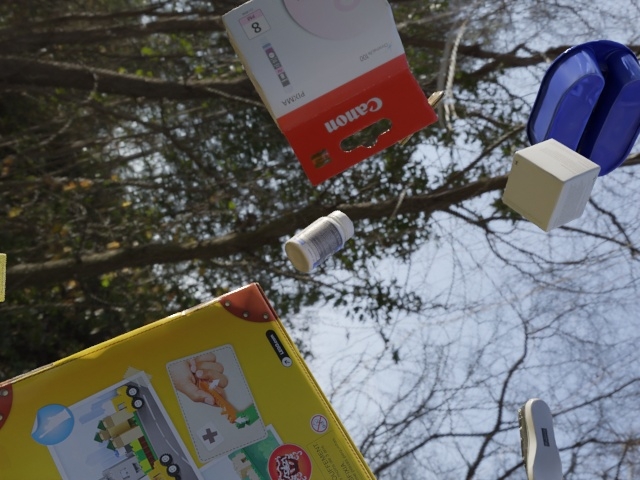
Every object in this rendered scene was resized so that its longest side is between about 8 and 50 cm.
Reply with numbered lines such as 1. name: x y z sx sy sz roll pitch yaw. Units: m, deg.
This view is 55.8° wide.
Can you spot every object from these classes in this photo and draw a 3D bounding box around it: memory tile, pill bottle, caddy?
1. memory tile: 0.172 -0.214 1.052 0.012 0.113 0.148 40 13 -3
2. pill bottle: 0.000 0.000 1.244 0.078 0.137 0.078 36 -34 29
3. caddy: 0.665 -0.325 1.517 0.179 0.241 0.341 -85 -178 -50

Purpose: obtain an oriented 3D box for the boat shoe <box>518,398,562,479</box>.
1. boat shoe: 0.301 0.292 0.838 0.040 0.049 0.142 123 -20 -53

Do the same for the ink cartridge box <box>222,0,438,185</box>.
1. ink cartridge box: 0.014 -0.215 0.745 0.232 0.189 0.066 61 -3 11

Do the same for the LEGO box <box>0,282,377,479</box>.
1. LEGO box: -0.128 0.345 0.662 0.500 0.373 0.193 57 -34 20

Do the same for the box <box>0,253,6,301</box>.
1. box: -0.418 0.039 0.575 0.232 0.087 0.058 0 91 -78

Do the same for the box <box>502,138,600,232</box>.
1. box: 0.365 -0.088 0.962 0.101 0.087 0.102 47 -33 40
